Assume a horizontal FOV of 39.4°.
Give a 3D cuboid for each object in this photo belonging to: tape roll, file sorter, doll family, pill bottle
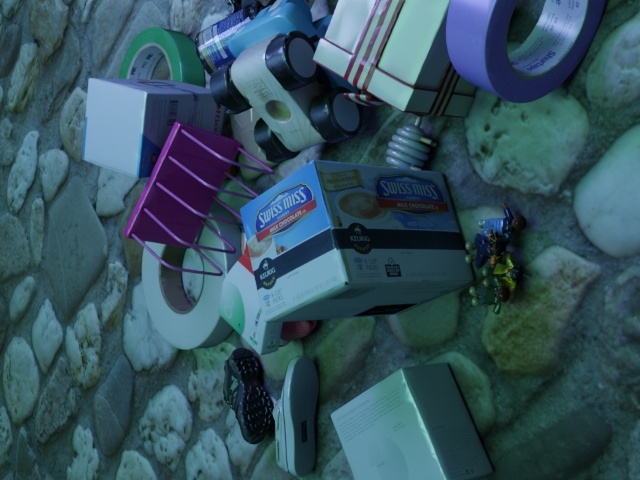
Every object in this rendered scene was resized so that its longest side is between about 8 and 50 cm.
[{"bbox_3d":[-0.430,-0.403,2.388,0.321,0.077,0.321,-1,89,47],"label":"tape roll"},{"bbox_3d":[0.328,-0.361,1.415,0.090,0.274,0.275,39,117,42],"label":"tape roll"},{"bbox_3d":[-0.267,-0.084,2.037,0.182,0.202,0.291,36,105,36],"label":"file sorter"},{"bbox_3d":[0.315,0.031,1.571,0.111,0.076,0.193,163,99,-66],"label":"doll family"},{"bbox_3d":[-0.167,-0.463,2.034,0.219,0.123,0.123,-22,72,22],"label":"pill bottle"},{"bbox_3d":[-0.328,0.083,2.277,0.392,0.072,0.392,-1,89,47],"label":"tape roll"}]

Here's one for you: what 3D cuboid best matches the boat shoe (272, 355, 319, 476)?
[{"bbox_3d":[-0.061,0.383,1.973,0.088,0.096,0.268,5,102,43],"label":"boat shoe"}]

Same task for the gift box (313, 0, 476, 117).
[{"bbox_3d":[0.155,-0.367,1.628,0.276,0.255,0.258,36,114,35],"label":"gift box"}]

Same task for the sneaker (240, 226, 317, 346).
[{"bbox_3d":[-0.079,0.074,1.997,0.136,0.116,0.314,-17,84,36],"label":"sneaker"}]

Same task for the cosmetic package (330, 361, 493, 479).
[{"bbox_3d":[0.167,0.379,1.684,0.224,0.138,0.225,-41,62,40],"label":"cosmetic package"}]

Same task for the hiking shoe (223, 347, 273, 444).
[{"bbox_3d":[-0.178,0.375,2.117,0.114,0.086,0.227,-43,53,54],"label":"hiking shoe"}]

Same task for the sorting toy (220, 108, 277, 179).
[{"bbox_3d":[-0.165,-0.267,2.131,0.307,0.041,0.229,-28,73,45],"label":"sorting toy"}]

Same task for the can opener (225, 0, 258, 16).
[{"bbox_3d":[-0.202,-0.606,2.160,0.093,0.074,0.280,-19,75,10],"label":"can opener"}]

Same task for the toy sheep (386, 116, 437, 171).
[{"bbox_3d":[0.173,-0.176,1.726,0.091,0.091,0.132,24,93,45],"label":"toy sheep"}]

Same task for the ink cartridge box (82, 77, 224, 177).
[{"bbox_3d":[-0.391,-0.272,2.123,0.197,0.270,0.198,18,107,32],"label":"ink cartridge box"}]

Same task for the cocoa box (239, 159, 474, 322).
[{"bbox_3d":[0.068,0.006,1.641,0.231,0.347,0.228,-29,68,43],"label":"cocoa box"}]

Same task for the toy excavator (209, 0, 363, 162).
[{"bbox_3d":[-0.054,-0.452,1.874,0.222,0.433,0.445,-16,35,41],"label":"toy excavator"}]

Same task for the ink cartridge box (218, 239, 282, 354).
[{"bbox_3d":[-0.142,0.105,1.920,0.181,0.056,0.225,38,129,43],"label":"ink cartridge box"}]
